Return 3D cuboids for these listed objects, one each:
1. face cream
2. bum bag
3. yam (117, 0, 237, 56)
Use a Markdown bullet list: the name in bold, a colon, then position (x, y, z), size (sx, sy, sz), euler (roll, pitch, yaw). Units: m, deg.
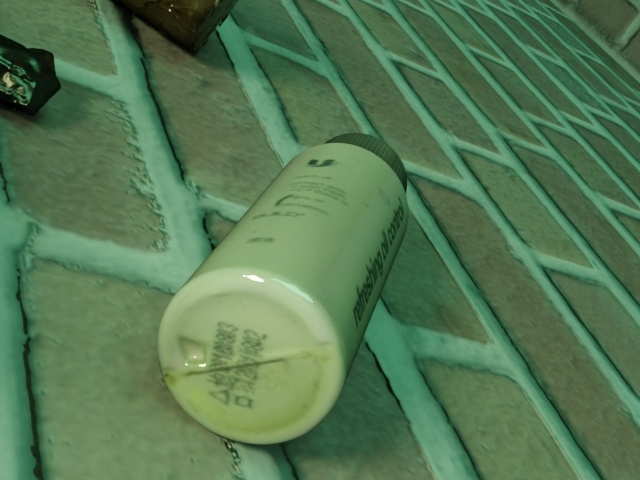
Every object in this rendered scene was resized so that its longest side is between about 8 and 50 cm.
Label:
- **face cream**: position (0.000, 0.000, 0.578), size (0.092, 0.092, 0.311), euler (34, 24, -2)
- **bum bag**: position (-0.214, -0.116, 0.587), size (0.125, 0.034, 0.057), euler (26, 40, -16)
- **yam**: position (-0.176, -0.273, 0.816), size (0.280, 0.131, 0.131), euler (35, 25, 4)
